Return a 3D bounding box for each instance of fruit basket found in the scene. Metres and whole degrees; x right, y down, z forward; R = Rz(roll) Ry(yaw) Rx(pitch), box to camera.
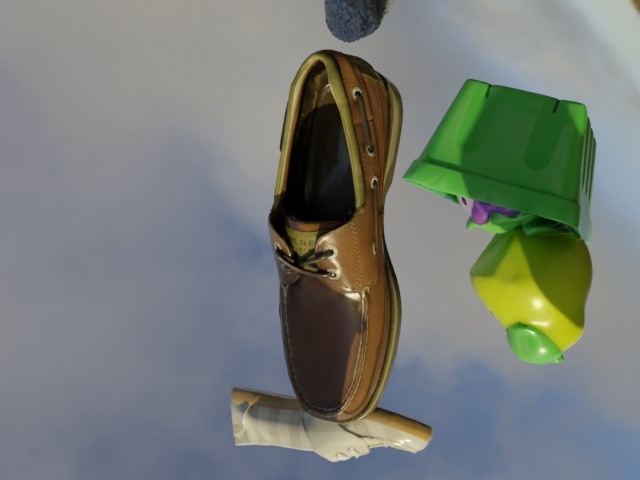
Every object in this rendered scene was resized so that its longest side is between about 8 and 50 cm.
[{"bbox_3d":[0.289,-0.017,1.145,0.283,0.391,0.392,19,-163,23],"label":"fruit basket"}]

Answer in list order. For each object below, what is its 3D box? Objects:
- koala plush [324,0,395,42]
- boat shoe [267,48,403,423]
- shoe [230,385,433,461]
[{"bbox_3d":[0.002,-0.340,0.714,0.196,0.203,0.221,42,-172,20],"label":"koala plush"},{"bbox_3d":[0.000,0.000,0.625,0.104,0.111,0.307,7,-98,-64],"label":"boat shoe"},{"bbox_3d":[0.003,0.177,0.710,0.077,0.219,0.058,28,-113,-51],"label":"shoe"}]
